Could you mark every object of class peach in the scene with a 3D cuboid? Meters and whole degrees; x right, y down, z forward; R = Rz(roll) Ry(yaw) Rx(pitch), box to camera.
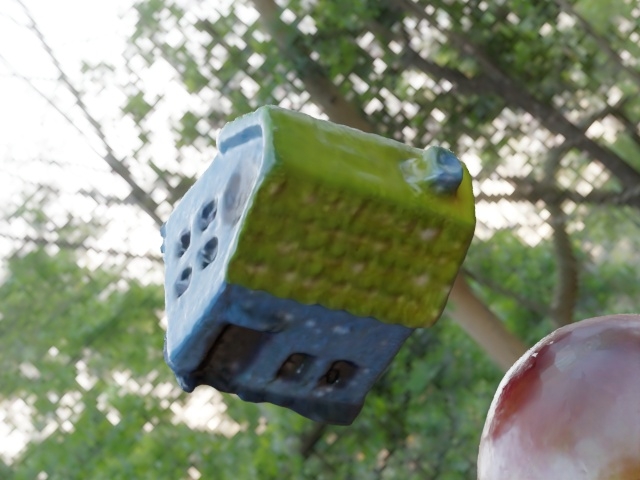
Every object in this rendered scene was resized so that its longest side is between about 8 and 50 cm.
[{"bbox_3d":[0.251,0.187,1.321,0.275,0.245,0.248,-19,3,44],"label":"peach"}]

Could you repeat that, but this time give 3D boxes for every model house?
[{"bbox_3d":[0.000,0.000,1.524,0.237,0.215,0.303,15,-47,-22],"label":"model house"}]
